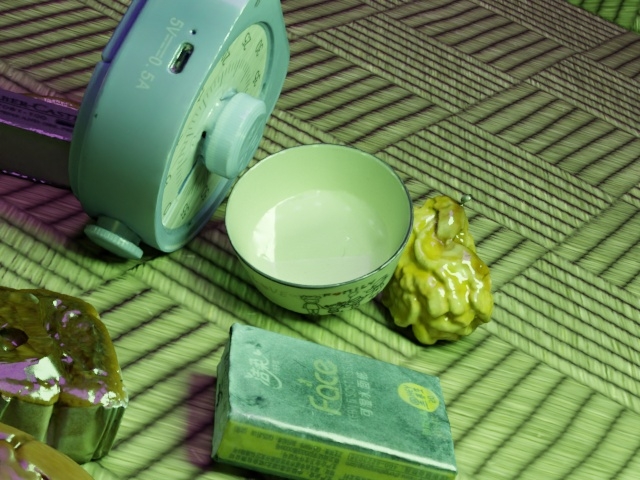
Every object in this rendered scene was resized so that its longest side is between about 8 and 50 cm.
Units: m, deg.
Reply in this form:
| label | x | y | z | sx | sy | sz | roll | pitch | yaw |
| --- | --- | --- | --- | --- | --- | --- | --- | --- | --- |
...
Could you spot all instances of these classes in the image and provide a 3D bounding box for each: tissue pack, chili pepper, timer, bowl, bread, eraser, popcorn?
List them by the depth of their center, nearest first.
| label | x | y | z | sx | sy | sz | roll | pitch | yaw |
| --- | --- | --- | --- | --- | --- | --- | --- | --- | --- |
| bread | -0.306 | 0.130 | 1.545 | 0.192 | 0.109 | 0.210 | 5 | 29 | -24 |
| tissue pack | 0.012 | 0.196 | 1.666 | 0.257 | 0.081 | 0.185 | 15 | 26 | -11 |
| timer | -0.168 | -0.147 | 1.918 | 0.173 | 0.395 | 0.395 | 25 | 27 | 9 |
| bowl | 0.000 | 0.000 | 1.931 | 0.238 | 0.126 | 0.237 | -1 | 53 | 2 |
| popcorn | 0.147 | 0.046 | 1.989 | 0.140 | 0.163 | 0.194 | -8 | 66 | -13 |
| eraser | -0.438 | -0.153 | 2.039 | 0.353 | 0.077 | 0.111 | 15 | 27 | -8 |
| chili pepper | -0.363 | -0.179 | 2.181 | 0.208 | 0.043 | 0.049 | 12 | 15 | -16 |

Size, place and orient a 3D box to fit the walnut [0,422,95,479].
| label | x | y | z | sx | sy | sz | roll | pitch | yaw |
| --- | --- | --- | --- | --- | --- | --- | --- | --- | --- |
| walnut | -0.300 | 0.239 | 1.245 | 0.298 | 0.203 | 0.203 | 24 | 25 | -8 |
